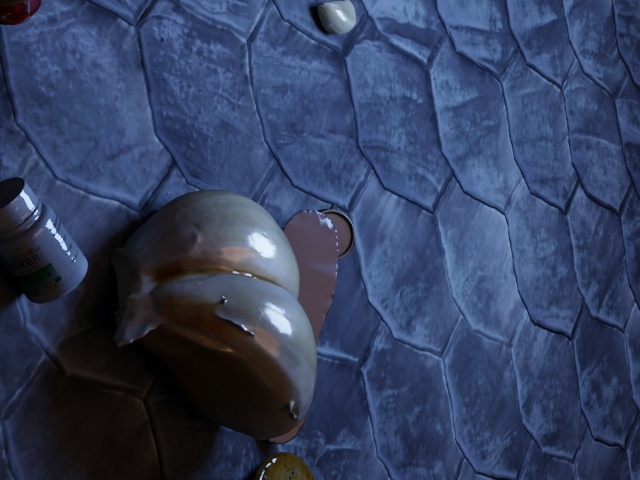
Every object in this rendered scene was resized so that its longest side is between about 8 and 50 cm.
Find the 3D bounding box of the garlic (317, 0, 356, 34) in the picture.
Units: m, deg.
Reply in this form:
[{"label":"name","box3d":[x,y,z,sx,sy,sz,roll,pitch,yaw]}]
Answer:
[{"label":"garlic","box3d":[0.026,-0.330,2.155,0.083,0.041,0.053,-33,101,-58]}]

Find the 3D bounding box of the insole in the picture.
[{"label":"insole","box3d":[-0.039,0.117,2.012,0.111,0.007,0.328,12,83,-20]}]

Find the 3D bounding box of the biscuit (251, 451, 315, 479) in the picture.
[{"label":"biscuit","box3d":[-0.052,0.384,1.995,0.188,0.027,0.188,19,68,-58]}]

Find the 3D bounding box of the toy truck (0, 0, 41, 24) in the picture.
[{"label":"toy truck","box3d":[-0.315,-0.379,1.573,0.239,0.189,0.265,58,44,-22]}]

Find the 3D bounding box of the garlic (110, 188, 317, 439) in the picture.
[{"label":"garlic","box3d":[-0.116,0.098,1.819,0.249,0.286,0.313,-44,131,10]}]

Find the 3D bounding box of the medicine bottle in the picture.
[{"label":"medicine bottle","box3d":[-0.322,-0.001,1.617,0.130,0.080,0.080,60,44,-32]}]

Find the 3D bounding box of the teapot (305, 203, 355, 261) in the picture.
[{"label":"teapot","box3d":[0.000,0.000,2.075,0.076,0.068,0.121,31,77,-19]}]
